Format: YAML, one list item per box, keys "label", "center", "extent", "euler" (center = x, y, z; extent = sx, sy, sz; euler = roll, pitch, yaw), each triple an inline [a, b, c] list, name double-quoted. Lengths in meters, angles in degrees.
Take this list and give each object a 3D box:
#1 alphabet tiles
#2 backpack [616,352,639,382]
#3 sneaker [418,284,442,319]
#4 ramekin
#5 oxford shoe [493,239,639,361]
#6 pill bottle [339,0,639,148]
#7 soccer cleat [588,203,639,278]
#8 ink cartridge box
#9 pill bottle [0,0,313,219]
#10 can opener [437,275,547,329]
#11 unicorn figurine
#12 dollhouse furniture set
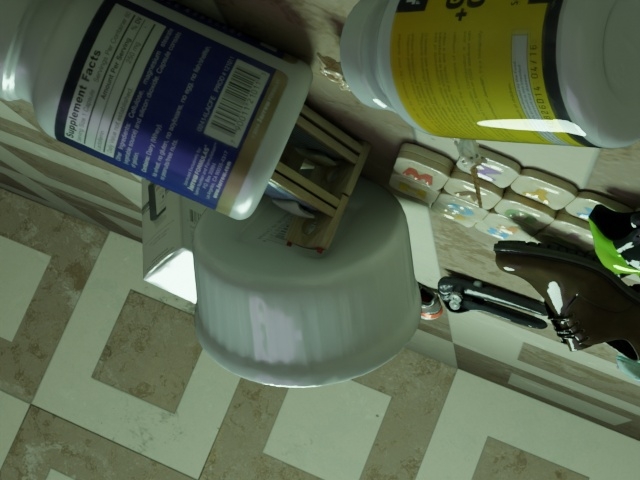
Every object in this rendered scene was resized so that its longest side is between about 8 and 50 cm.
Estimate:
- label: "alphabet tiles"
  center: [0.209, -0.027, 0.988]
  extent: [0.284, 0.021, 0.278]
  euler: [22, 171, 3]
- label: "backpack"
  center: [0.444, 0.141, 1.097]
  extent: [0.182, 0.115, 0.152]
  euler: [25, 174, 0]
- label: "sneaker"
  center: [0.157, 0.091, 1.753]
  extent: [0.157, 0.061, 0.065]
  euler: [19, 143, 19]
- label: "ramekin"
  center: [-0.020, 0.030, 1.103]
  extent: [0.277, 0.277, 0.135]
  euler: [18, 130, 30]
- label: "oxford shoe"
  center: [0.276, 0.067, 1.008]
  extent: [0.227, 0.096, 0.083]
  euler: [26, 172, -16]
- label: "pill bottle"
  center: [0.097, -0.107, 0.524]
  extent: [0.103, 0.103, 0.184]
  euler: [30, 168, -39]
- label: "soccer cleat"
  center: [0.305, -0.001, 0.790]
  extent: [0.178, 0.060, 0.072]
  euler: [1, 131, 51]
- label: "ink cartridge box"
  center: [-0.164, -0.021, 1.309]
  extent: [0.092, 0.218, 0.158]
  euler: [-35, 134, 29]
- label: "pill bottle"
  center: [-0.153, -0.136, 0.815]
  extent: [0.264, 0.153, 0.153]
  euler: [24, 171, -6]
- label: "can opener"
  center: [0.271, 0.094, 1.477]
  extent: [0.186, 0.073, 0.059]
  euler: [15, 130, 27]
- label: "unicorn figurine"
  center: [0.079, -0.108, 0.747]
  extent: [0.162, 0.060, 0.111]
  euler: [37, 176, 17]
- label: "dollhouse furniture set"
  center: [-0.070, -0.079, 1.014]
  extent: [0.129, 0.129, 0.183]
  euler: [30, 168, -40]
